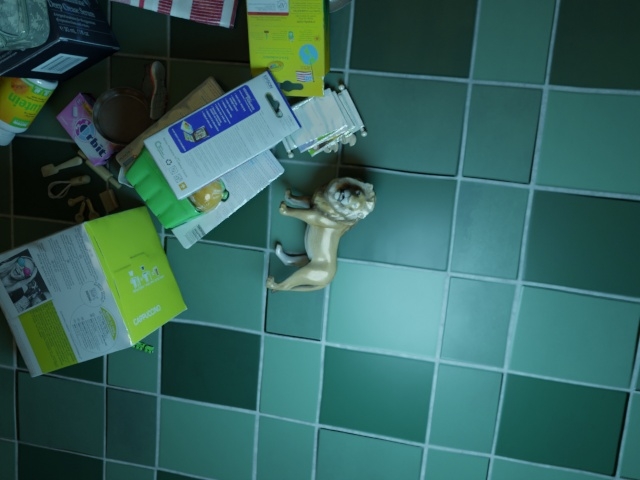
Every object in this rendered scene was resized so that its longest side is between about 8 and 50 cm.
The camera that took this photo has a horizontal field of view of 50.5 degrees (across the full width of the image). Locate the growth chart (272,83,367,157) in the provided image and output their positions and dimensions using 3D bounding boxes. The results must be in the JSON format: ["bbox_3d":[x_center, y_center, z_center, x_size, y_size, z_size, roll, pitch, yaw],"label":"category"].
[{"bbox_3d":[-0.008,-0.309,1.797,0.237,0.021,0.172,-16,97,16],"label":"growth chart"}]

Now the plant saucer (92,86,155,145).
[{"bbox_3d":[-0.544,-0.341,1.880,0.168,0.029,0.169,2,80,-12],"label":"plant saucer"}]

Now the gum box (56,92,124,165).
[{"bbox_3d":[-0.643,-0.311,1.925,0.107,0.062,0.188,-38,91,17],"label":"gum box"}]

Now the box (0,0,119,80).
[{"bbox_3d":[-0.757,-0.643,1.767,0.212,0.293,0.396,-24,95,16],"label":"box"}]

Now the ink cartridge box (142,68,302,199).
[{"bbox_3d":[-0.249,-0.269,1.741,0.371,0.069,0.176,-31,94,-2],"label":"ink cartridge box"}]

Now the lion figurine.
[{"bbox_3d":[0.000,0.000,1.814,0.240,0.142,0.392,13,118,3],"label":"lion figurine"}]

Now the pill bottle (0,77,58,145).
[{"bbox_3d":[-0.867,-0.393,1.923,0.136,0.136,0.246,43,107,2],"label":"pill bottle"}]

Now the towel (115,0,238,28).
[{"bbox_3d":[-0.363,-0.696,1.733,0.329,0.037,0.237,10,105,-13],"label":"towel"}]

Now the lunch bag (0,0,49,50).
[{"bbox_3d":[-0.810,-0.530,1.515,0.305,0.256,0.213,0,101,14],"label":"lunch bag"}]

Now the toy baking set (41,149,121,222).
[{"bbox_3d":[-0.703,-0.162,1.985,0.256,0.030,0.197,45,107,2],"label":"toy baking set"}]

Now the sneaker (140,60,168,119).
[{"bbox_3d":[-0.464,-0.413,1.873,0.064,0.061,0.158,6,95,28],"label":"sneaker"}]

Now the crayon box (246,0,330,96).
[{"bbox_3d":[-0.081,-0.529,1.714,0.202,0.081,0.319,6,117,12],"label":"crayon box"}]

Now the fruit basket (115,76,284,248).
[{"bbox_3d":[-0.330,-0.208,1.848,0.353,0.165,0.327,-39,91,1],"label":"fruit basket"}]

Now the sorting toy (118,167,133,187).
[{"bbox_3d":[-0.546,-0.193,1.919,0.044,0.075,0.083,21,104,8],"label":"sorting toy"}]

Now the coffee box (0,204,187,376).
[{"bbox_3d":[-0.627,0.128,1.864,0.334,0.337,0.338,-19,96,16],"label":"coffee box"}]

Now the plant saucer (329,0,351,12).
[{"bbox_3d":[-0.017,-0.731,1.704,0.310,0.050,0.311,2,100,12],"label":"plant saucer"}]

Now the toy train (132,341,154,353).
[{"bbox_3d":[-0.542,0.319,2.049,0.083,0.017,0.024,17,95,9],"label":"toy train"}]
